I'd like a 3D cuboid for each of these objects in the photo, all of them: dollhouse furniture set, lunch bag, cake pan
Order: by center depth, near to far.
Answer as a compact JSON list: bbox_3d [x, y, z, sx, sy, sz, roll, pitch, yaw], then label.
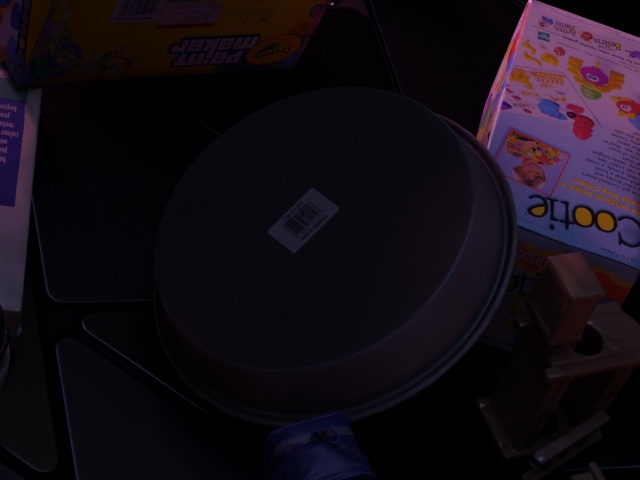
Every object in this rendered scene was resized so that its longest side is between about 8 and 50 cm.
[{"bbox_3d":[-0.005,0.166,1.268,0.067,0.098,0.065,-12,51,-21],"label":"lunch bag"},{"bbox_3d":[0.215,0.123,1.322,0.101,0.182,0.161,-8,52,-25],"label":"dollhouse furniture set"},{"bbox_3d":[0.000,0.000,1.348,0.293,0.054,0.293,-11,54,16],"label":"cake pan"}]

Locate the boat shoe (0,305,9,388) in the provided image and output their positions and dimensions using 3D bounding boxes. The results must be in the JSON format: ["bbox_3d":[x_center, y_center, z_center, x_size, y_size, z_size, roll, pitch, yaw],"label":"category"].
[{"bbox_3d":[-0.342,-0.025,1.245,0.127,0.113,0.340,-29,64,-36],"label":"boat shoe"}]

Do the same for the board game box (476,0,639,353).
[{"bbox_3d":[0.196,-0.048,1.497,0.144,0.142,0.275,20,46,1],"label":"board game box"}]

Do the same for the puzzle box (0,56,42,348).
[{"bbox_3d":[-0.422,-0.057,1.362,0.409,0.052,0.272,8,47,-12],"label":"puzzle box"}]

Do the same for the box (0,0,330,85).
[{"bbox_3d":[-0.167,-0.296,1.540,0.290,0.177,0.279,-8,52,-39],"label":"box"}]
